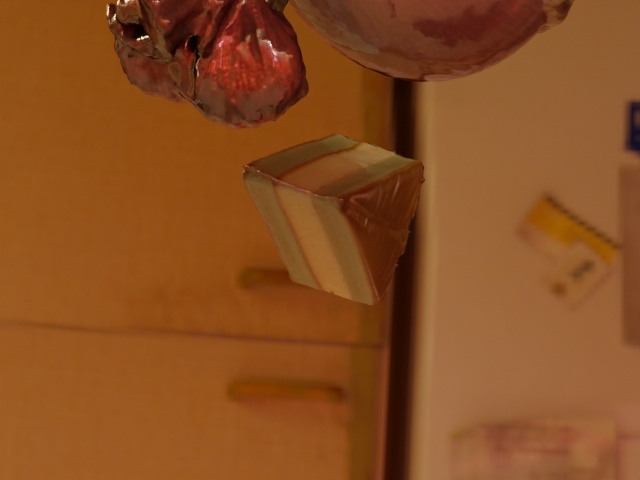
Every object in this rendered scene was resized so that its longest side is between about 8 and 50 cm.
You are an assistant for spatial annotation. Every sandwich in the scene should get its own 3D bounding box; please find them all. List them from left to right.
[{"bbox_3d":[0.000,0.000,1.232,0.079,0.113,0.163,18,-164,17],"label":"sandwich"}]

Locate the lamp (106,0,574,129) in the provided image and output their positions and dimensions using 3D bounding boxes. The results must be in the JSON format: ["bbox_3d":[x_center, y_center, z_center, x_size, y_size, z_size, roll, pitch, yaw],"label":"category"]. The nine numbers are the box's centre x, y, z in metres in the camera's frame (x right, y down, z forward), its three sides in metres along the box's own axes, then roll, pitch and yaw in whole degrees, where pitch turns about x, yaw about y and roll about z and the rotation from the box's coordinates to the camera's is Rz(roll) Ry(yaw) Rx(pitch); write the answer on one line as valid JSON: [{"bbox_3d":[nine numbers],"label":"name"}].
[{"bbox_3d":[0.023,-0.141,0.831,0.223,0.215,0.151,18,180,-24],"label":"lamp"}]
